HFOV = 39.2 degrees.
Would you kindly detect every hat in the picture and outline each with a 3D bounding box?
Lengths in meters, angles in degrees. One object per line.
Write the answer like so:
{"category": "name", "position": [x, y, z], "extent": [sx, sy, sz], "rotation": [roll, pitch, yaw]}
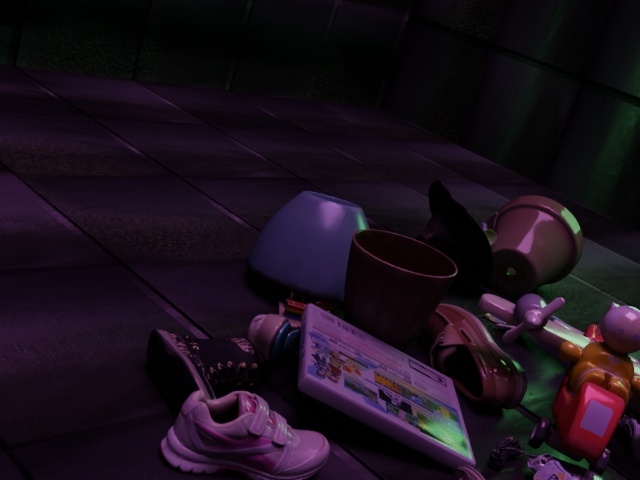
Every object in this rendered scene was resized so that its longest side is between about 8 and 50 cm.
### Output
{"category": "hat", "position": [0.322, 0.009, 2.356], "extent": [0.134, 0.331, 0.331], "rotation": [-28, 31, -7]}

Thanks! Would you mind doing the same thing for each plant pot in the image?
{"category": "plant pot", "position": [0.562, 0.034, 2.471], "extent": [0.263, 0.263, 0.229], "rotation": [25, 36, 21]}
{"category": "plant pot", "position": [0.131, 0.125, 1.790], "extent": [0.216, 0.230, 0.215], "rotation": [17, 19, -6]}
{"category": "plant pot", "position": [0.000, 0.000, 2.007], "extent": [0.290, 0.195, 0.290], "rotation": [16, 7, -2]}

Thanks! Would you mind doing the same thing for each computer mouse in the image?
{"category": "computer mouse", "position": [0.391, 0.399, 1.548], "extent": [0.193, 0.042, 0.106], "rotation": [20, 13, 24]}

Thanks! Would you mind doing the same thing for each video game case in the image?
{"category": "video game case", "position": [0.110, 0.256, 1.597], "extent": [0.329, 0.036, 0.300], "rotation": [29, 17, -9]}

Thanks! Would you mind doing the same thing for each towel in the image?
{"category": "towel", "position": [0.444, 0.189, 2.241], "extent": [0.060, 0.009, 0.083], "rotation": [25, 20, 20]}

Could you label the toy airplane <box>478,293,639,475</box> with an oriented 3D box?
{"category": "toy airplane", "position": [0.533, 0.220, 1.677], "extent": [0.386, 0.272, 0.384], "rotation": [-2, 41, -26]}

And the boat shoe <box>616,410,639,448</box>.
{"category": "boat shoe", "position": [0.614, 0.378, 1.806], "extent": [0.040, 0.049, 0.142], "rotation": [15, 11, 9]}

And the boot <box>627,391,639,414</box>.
{"category": "boot", "position": [0.690, 0.323, 1.953], "extent": [0.236, 0.089, 0.269], "rotation": [34, 3, -16]}

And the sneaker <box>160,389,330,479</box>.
{"category": "sneaker", "position": [-0.098, 0.283, 1.316], "extent": [0.253, 0.111, 0.103], "rotation": [10, 20, -21]}

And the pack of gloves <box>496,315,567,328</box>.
{"category": "pack of gloves", "position": [0.571, 0.205, 2.134], "extent": [0.195, 0.046, 0.232], "rotation": [10, -3, -36]}

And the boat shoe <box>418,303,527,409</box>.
{"category": "boat shoe", "position": [0.280, 0.225, 1.824], "extent": [0.117, 0.123, 0.324], "rotation": [3, 22, -32]}

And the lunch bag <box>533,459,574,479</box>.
{"category": "lunch bag", "position": [0.376, 0.405, 1.445], "extent": [0.053, 0.083, 0.071], "rotation": [9, 21, -26]}

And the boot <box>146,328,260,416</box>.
{"category": "boot", "position": [-0.169, 0.221, 1.475], "extent": [0.179, 0.085, 0.236], "rotation": [8, 20, -34]}

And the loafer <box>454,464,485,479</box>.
{"category": "loafer", "position": [0.244, 0.399, 1.409], "extent": [0.039, 0.045, 0.125], "rotation": [-1, 28, -29]}

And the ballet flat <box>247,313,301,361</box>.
{"category": "ballet flat", "position": [-0.090, 0.171, 1.612], "extent": [0.086, 0.086, 0.248], "rotation": [21, -8, 11]}

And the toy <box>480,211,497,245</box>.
{"category": "toy", "position": [0.427, 0.001, 2.442], "extent": [0.056, 0.136, 0.237], "rotation": [11, -6, -2]}

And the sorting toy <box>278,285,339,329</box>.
{"category": "sorting toy", "position": [-0.020, 0.144, 1.891], "extent": [0.132, 0.046, 0.274], "rotation": [15, 18, -8]}
